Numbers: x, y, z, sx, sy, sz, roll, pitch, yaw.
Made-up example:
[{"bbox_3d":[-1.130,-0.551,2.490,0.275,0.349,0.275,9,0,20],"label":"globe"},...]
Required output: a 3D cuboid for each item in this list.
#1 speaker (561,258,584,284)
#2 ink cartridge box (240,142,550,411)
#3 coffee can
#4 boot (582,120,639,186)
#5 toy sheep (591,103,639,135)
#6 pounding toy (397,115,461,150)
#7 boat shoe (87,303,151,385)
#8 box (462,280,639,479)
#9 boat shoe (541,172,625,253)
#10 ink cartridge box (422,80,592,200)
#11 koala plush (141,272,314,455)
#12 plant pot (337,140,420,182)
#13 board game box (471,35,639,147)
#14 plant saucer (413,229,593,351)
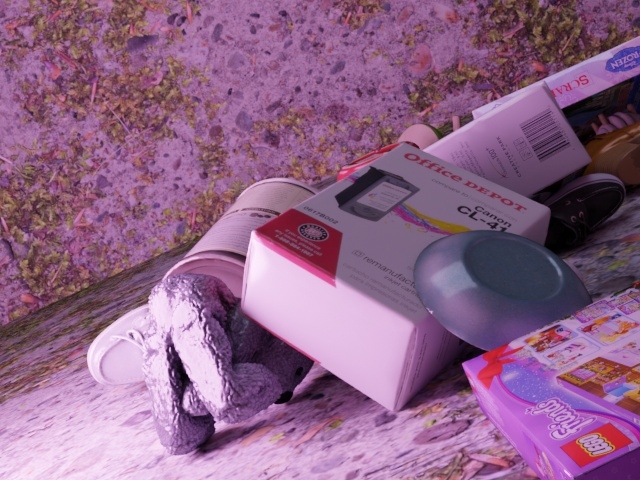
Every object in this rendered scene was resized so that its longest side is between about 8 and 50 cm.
[{"bbox_3d":[0.231,0.071,1.063,0.136,0.055,0.055,-31,11,-39],"label":"speaker"},{"bbox_3d":[0.092,0.026,1.128,0.226,0.131,0.306,28,41,26],"label":"ink cartridge box"},{"bbox_3d":[-0.092,0.049,1.447,0.201,0.201,0.275,-20,18,27],"label":"coffee can"},{"bbox_3d":[0.535,-0.172,1.517,0.295,0.104,0.211,-29,9,-2],"label":"boot"},{"bbox_3d":[0.513,-0.180,1.664,0.132,0.091,0.091,-20,8,-9],"label":"toy sheep"},{"bbox_3d":[0.261,-0.159,2.070,0.110,0.183,0.237,1,-5,-31],"label":"pounding toy"},{"bbox_3d":[-0.220,0.155,1.584,0.320,0.118,0.103,-16,11,-13],"label":"boat shoe"},{"bbox_3d":[0.245,0.114,0.765,0.201,0.057,0.293,-24,9,-2],"label":"box"},{"bbox_3d":[0.318,-0.017,1.304,0.228,0.080,0.076,-21,28,-9],"label":"boat shoe"},{"bbox_3d":[0.235,-0.082,1.427,0.272,0.130,0.309,-29,-8,9],"label":"ink cartridge box"},{"bbox_3d":[-0.087,0.130,1.198,0.221,0.203,0.196,-4,-22,-40],"label":"koala plush"},{"bbox_3d":[0.139,-0.088,1.860,0.191,0.174,0.191,-22,9,3],"label":"plant pot"},{"bbox_3d":[0.430,-0.211,1.728,0.318,0.066,0.318,-24,-18,5],"label":"board game box"},{"bbox_3d":[0.193,0.040,0.996,0.195,0.037,0.195,8,37,-6],"label":"plant saucer"}]
